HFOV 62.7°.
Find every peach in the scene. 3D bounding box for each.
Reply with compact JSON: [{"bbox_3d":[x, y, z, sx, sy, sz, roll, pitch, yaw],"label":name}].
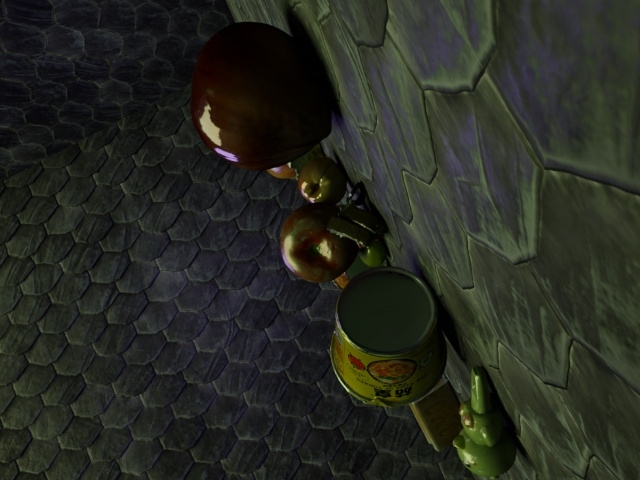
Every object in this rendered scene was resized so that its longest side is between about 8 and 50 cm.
[{"bbox_3d":[0.008,-0.204,1.847,0.184,0.184,0.184,63,180,1],"label":"peach"}]

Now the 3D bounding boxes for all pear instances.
[{"bbox_3d":[-0.089,-0.403,2.250,0.292,0.159,0.292,-25,-90,-88],"label":"pear"}]

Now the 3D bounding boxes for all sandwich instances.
[{"bbox_3d":[0.126,-0.026,1.572,0.185,0.109,0.160,32,176,44],"label":"sandwich"}]

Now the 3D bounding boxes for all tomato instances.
[{"bbox_3d":[0.000,0.000,1.780,0.270,0.270,0.222,63,-165,-14],"label":"tomato"}]

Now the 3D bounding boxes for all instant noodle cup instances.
[{"bbox_3d":[0.174,0.234,1.359,0.254,0.326,0.325,80,166,-55],"label":"instant noodle cup"},{"bbox_3d":[0.151,0.096,1.964,0.215,0.216,0.172,63,170,3],"label":"instant noodle cup"}]

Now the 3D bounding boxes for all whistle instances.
[{"bbox_3d":[0.357,0.424,1.199,0.294,0.141,0.141,64,179,-19],"label":"whistle"}]

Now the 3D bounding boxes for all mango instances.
[{"bbox_3d":[0.176,0.036,1.791,0.163,0.089,0.117,-147,35,-87],"label":"mango"}]

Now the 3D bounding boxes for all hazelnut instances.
[{"bbox_3d":[-0.153,-0.344,1.343,0.359,0.359,0.409,62,-172,10],"label":"hazelnut"}]

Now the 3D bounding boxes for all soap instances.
[{"bbox_3d":[0.456,0.661,2.026,0.274,0.173,0.089,62,172,-22],"label":"soap"}]

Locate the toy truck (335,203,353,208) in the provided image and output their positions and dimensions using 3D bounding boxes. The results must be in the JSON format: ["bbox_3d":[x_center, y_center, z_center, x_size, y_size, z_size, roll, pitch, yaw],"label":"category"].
[{"bbox_3d":[0.082,-0.016,2.130,0.127,0.127,0.257,70,-158,-79],"label":"toy truck"}]

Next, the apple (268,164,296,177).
[{"bbox_3d":[-0.179,-0.447,2.632,0.301,0.302,0.301,63,180,1],"label":"apple"}]

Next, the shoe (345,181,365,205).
[{"bbox_3d":[0.111,-0.132,1.583,0.053,0.062,0.159,37,175,-1],"label":"shoe"}]
